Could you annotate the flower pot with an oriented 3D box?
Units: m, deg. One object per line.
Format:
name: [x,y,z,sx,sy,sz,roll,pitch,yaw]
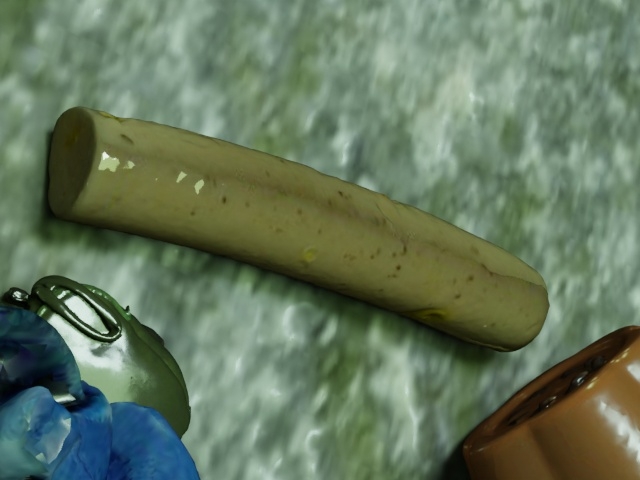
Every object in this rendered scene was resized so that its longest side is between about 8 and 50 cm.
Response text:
flower pot: [0.175,0.149,0.902,0.190,0.190,0.173,-34,88,-32]

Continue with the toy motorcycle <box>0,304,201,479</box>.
toy motorcycle: [-0.136,0.200,0.708,0.182,0.241,0.319,13,79,10]

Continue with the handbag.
handbag: [-0.106,0.060,0.794,0.072,0.047,0.111,-47,108,-24]

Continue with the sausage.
sausage: [0.000,-0.002,0.866,0.301,0.065,0.066,18,73,-32]
